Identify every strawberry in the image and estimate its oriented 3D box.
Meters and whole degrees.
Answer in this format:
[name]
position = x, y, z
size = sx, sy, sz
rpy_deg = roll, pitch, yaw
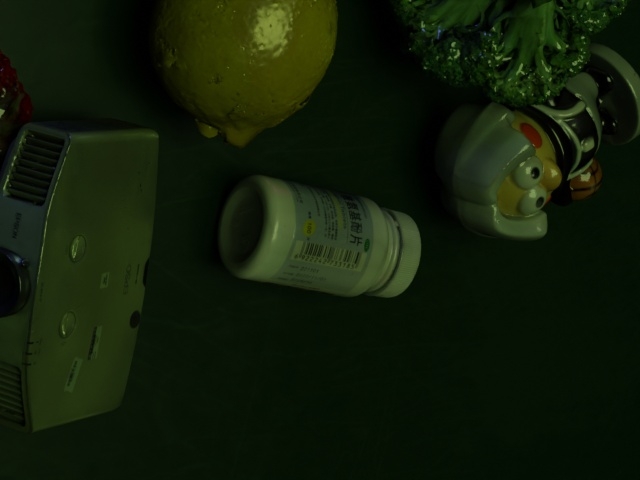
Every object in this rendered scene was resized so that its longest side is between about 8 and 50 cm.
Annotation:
[strawberry]
position = -0.315, -0.113, 1.657
size = 0.145, 0.086, 0.145
rpy_deg = -8, 105, -31

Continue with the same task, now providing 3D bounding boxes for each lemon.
[lemon]
position = -0.071, -0.188, 1.755
size = 0.173, 0.173, 0.206
rpy_deg = 8, 94, -34

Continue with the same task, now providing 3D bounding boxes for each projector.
[projector]
position = -0.235, 0.028, 1.690
size = 0.193, 0.088, 0.269
rpy_deg = -10, 111, -61

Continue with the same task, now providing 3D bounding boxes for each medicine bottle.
[medicine bottle]
position = 0.000, 0.000, 1.875
size = 0.186, 0.103, 0.103
rpy_deg = 11, 92, -34

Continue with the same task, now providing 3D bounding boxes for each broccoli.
[broccoli]
position = 0.194, -0.267, 1.861
size = 0.270, 0.270, 0.270
rpy_deg = 0, 87, -7

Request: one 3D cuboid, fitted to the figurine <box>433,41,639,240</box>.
[figurine]
position = 0.224, -0.091, 1.993
size = 0.236, 0.133, 0.176
rpy_deg = -34, 126, -30
